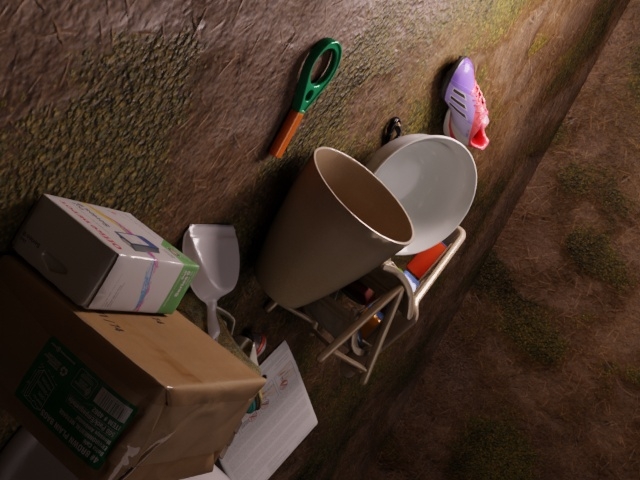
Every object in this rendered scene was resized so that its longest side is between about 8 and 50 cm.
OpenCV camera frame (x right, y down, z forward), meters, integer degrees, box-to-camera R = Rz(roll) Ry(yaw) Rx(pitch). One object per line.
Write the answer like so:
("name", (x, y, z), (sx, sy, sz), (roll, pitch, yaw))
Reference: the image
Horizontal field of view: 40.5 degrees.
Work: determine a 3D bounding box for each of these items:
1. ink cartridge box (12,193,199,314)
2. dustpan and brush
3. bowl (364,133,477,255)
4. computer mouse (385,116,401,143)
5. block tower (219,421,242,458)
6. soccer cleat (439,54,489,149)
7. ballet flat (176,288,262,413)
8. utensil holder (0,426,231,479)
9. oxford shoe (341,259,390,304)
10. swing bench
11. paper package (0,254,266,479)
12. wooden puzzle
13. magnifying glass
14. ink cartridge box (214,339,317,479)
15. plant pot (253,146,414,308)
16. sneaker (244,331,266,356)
("ink cartridge box", (-0.292, 0.024, 1.204), (0.093, 0.154, 0.212), (-58, 158, 8))
("dustpan and brush", (-0.191, 0.081, 1.541), (0.060, 0.211, 0.147), (-18, 172, 28))
("bowl", (0.195, -0.124, 1.972), (0.298, 0.134, 0.298), (-13, 124, -20))
("computer mouse", (0.198, -0.223, 2.035), (0.071, 0.041, 0.242), (-53, 158, -3))
("block tower", (-0.255, 0.314, 1.682), (0.091, 0.097, 0.335), (-62, 152, -27))
("soccer cleat", (0.363, -0.332, 2.117), (0.108, 0.116, 0.318), (-50, 158, -14))
("ballet flat", (-0.185, 0.211, 1.669), (0.123, 0.123, 0.348), (-49, 138, -16))
("utensil holder", (-0.321, 0.475, 1.485), (0.327, 0.385, 0.327), (-45, 158, -25))
("oxford shoe", (0.113, 0.038, 2.147), (0.130, 0.123, 0.348), (-51, 169, -20))
("swing bench", (0.054, 0.129, 1.893), (0.165, 0.253, 0.255), (33, 92, -38))
("paper package", (-0.290, 0.177, 1.205), (0.168, 0.325, 0.309), (-58, 158, 6))
("wooden puzzle", (0.180, 0.131, 2.065), (0.322, 0.080, 0.348), (-47, -176, 44))
("magnifying glass", (-0.030, -0.252, 1.541), (0.231, 0.026, 0.092), (-63, 158, 13))
("ink cartridge box", (-0.171, 0.460, 2.246), (0.308, 0.091, 0.385), (-44, 139, -26))
("plant pot", (0.000, 0.000, 1.717), (0.274, 0.256, 0.256), (-46, 164, 24))
("sneaker", (-0.189, 0.265, 1.935), (0.065, 0.061, 0.158), (33, 90, -42))
